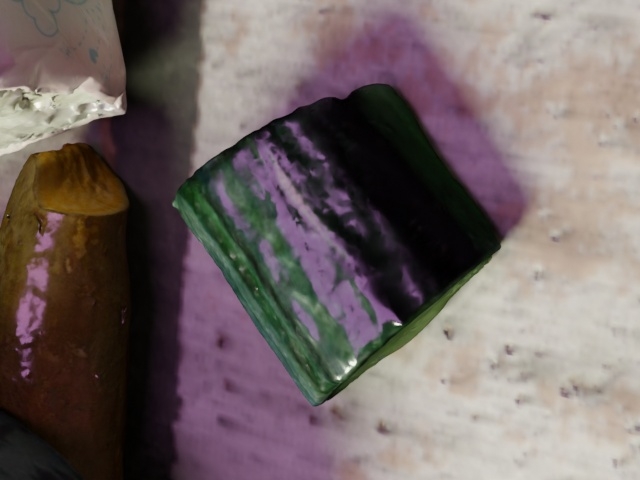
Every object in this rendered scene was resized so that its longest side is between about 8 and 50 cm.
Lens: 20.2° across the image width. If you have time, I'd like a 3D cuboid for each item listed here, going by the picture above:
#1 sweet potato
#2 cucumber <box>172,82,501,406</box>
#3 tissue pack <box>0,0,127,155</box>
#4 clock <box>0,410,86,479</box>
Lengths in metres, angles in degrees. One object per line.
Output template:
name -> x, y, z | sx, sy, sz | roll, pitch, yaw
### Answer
sweet potato -> -0.124, 0.076, 0.848 | 0.077, 0.077, 0.243 | 5, 96, 35
cucumber -> 0.000, 0.000, 0.759 | 0.116, 0.062, 0.115 | -44, 74, 33
tissue pack -> -0.208, -0.167, 0.840 | 0.201, 0.124, 0.271 | -18, 80, 38
clock -> -0.177, 0.221, 0.869 | 0.319, 0.066, 0.318 | 17, 119, 34
